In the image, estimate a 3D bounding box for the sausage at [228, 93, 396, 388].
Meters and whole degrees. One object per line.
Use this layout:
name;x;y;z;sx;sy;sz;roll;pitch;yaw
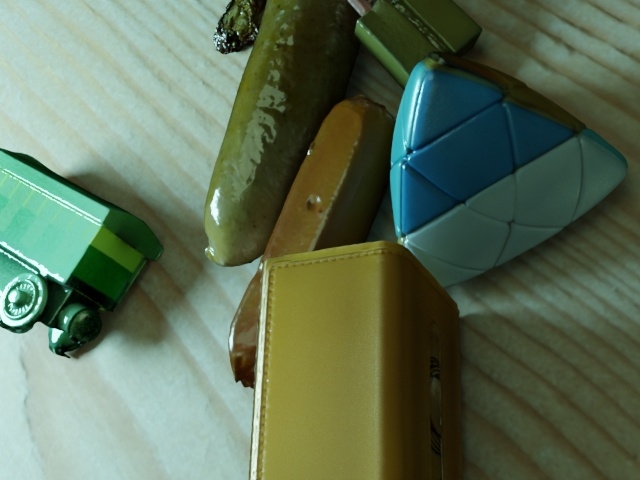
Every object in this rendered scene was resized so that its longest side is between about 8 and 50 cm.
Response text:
sausage;0.000;0.000;1.121;0.094;0.097;0.349;10;72;41

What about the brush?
brush;0.063;-0.279;1.176;0.103;0.047;0.233;-41;83;-13

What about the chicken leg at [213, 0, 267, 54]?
chicken leg;-0.087;-0.303;1.365;0.062;0.037;0.145;34;86;15

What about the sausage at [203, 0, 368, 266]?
sausage;-0.029;-0.203;1.223;0.136;0.123;0.501;-4;65;44

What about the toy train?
toy train;-0.354;0.013;1.308;0.300;0.120;0.202;25;78;36

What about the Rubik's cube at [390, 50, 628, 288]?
Rubik's cube;0.128;-0.071;1.061;0.254;0.254;0.255;-13;60;24

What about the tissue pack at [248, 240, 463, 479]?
tissue pack;0.043;0.167;0.955;0.145;0.194;0.275;-8;63;22
